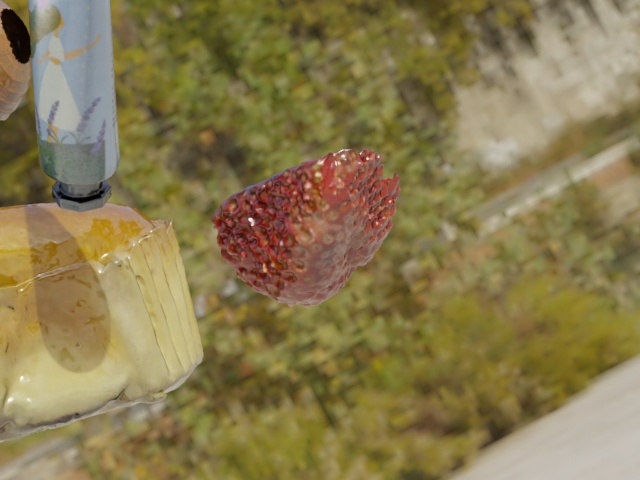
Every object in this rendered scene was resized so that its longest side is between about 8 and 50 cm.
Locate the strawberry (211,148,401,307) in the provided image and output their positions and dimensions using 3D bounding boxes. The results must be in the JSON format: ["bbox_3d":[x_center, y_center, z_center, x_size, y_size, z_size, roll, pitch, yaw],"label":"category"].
[{"bbox_3d":[-0.007,0.002,1.630,0.175,0.106,0.236,-14,-10,11],"label":"strawberry"}]

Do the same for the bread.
[{"bbox_3d":[-0.280,0.074,1.472,0.389,0.183,0.236,-13,-5,-32],"label":"bread"}]

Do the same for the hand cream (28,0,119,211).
[{"bbox_3d":[-0.162,-0.136,1.221,0.055,0.088,0.256,-23,-48,-33],"label":"hand cream"}]

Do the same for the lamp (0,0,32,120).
[{"bbox_3d":[-0.328,-0.164,1.685,0.136,0.136,0.136,-28,0,0],"label":"lamp"}]
